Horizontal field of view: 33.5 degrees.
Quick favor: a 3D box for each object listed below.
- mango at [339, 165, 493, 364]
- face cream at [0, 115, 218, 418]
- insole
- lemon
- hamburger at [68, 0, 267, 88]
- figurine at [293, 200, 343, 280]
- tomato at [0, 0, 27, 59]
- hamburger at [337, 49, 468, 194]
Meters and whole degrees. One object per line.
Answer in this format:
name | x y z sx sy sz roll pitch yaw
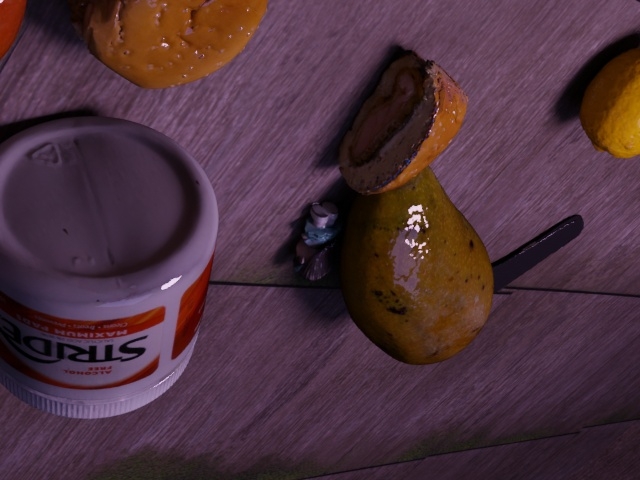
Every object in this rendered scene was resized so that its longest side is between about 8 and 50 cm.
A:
mango | 0.114 0.038 1.290 0.175 0.177 0.329 4 156 18
face cream | -0.195 0.023 0.910 0.201 0.201 0.187 -18 149 -26
insole | 0.270 0.050 1.618 0.309 0.012 0.110 -33 151 -1
lemon | 0.379 -0.168 1.281 0.114 0.114 0.155 -1 137 -44
hamburger | -0.109 -0.183 0.802 0.147 0.083 0.138 -36 156 13
figurine | 0.000 0.000 1.239 0.060 0.047 0.106 -37 151 -42
tomato | -0.281 -0.155 0.569 0.259 0.180 0.260 -26 154 -14
hamburger | 0.103 -0.117 1.110 0.102 0.087 0.176 -3 137 -37
